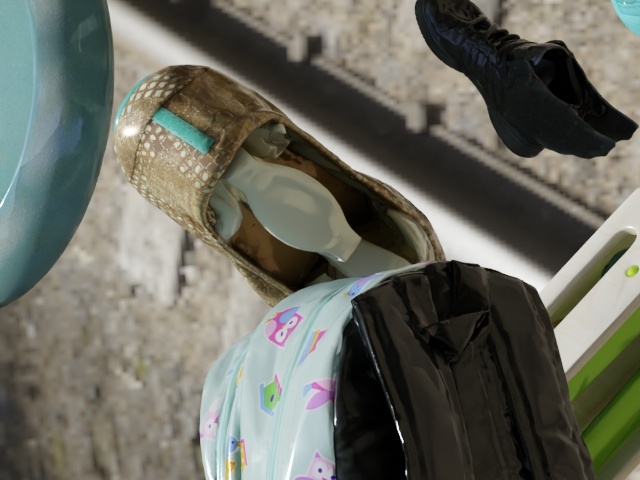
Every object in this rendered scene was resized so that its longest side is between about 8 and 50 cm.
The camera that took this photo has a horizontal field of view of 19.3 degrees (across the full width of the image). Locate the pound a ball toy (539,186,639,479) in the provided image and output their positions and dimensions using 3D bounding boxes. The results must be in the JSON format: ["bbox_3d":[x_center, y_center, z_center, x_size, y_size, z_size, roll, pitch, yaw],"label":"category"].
[{"bbox_3d":[0.222,0.140,1.553,0.319,0.208,0.136,-47,31,-2],"label":"pound a ball toy"}]

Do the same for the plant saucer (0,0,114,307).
[{"bbox_3d":[-0.264,-0.106,1.347,0.317,0.043,0.317,-4,85,43],"label":"plant saucer"}]

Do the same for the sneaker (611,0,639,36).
[{"bbox_3d":[0.141,-0.195,1.043,0.275,0.107,0.110,-122,43,-58],"label":"sneaker"}]

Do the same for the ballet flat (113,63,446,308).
[{"bbox_3d":[0.000,0.000,0.749,0.067,0.206,0.073,33,92,44],"label":"ballet flat"}]

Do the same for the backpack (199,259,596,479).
[{"bbox_3d":[0.029,0.099,0.644,0.115,0.152,0.182,-18,78,44],"label":"backpack"}]

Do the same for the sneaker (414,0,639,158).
[{"bbox_3d":[0.139,-0.121,1.297,0.170,0.051,0.089,55,148,4],"label":"sneaker"}]
